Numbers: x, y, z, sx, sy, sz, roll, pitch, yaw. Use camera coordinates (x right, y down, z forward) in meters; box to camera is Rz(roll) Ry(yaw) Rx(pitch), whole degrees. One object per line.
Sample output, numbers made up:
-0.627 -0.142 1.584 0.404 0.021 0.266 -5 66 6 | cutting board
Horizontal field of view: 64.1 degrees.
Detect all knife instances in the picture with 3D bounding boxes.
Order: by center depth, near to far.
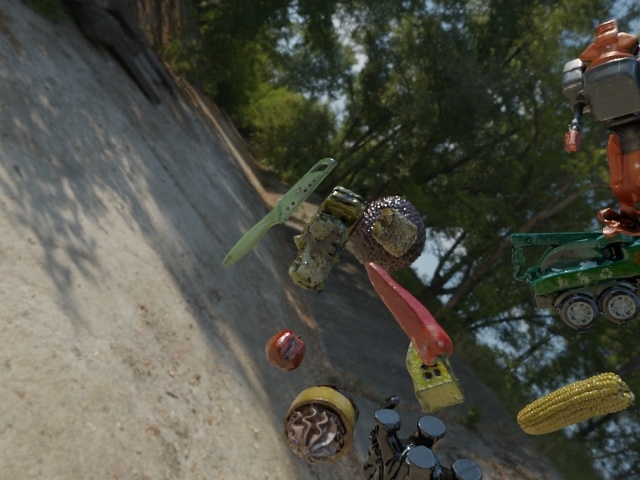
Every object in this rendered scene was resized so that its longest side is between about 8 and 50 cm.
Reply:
-0.079 -0.044 0.922 0.020 0.293 0.043 25 26 -54 | knife

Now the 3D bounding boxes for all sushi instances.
0.001 -0.002 1.292 0.139 0.290 0.131 28 28 0 | sushi

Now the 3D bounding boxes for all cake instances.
0.001 0.499 1.347 0.178 0.208 0.185 -70 147 -79 | cake

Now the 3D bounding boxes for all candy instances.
0.179 -0.019 1.243 0.110 0.095 0.085 31 11 -19 | candy

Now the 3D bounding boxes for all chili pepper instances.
0.167 0.144 0.913 0.272 0.063 0.071 55 -16 27 | chili pepper

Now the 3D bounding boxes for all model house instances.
0.419 0.484 1.903 0.193 0.175 0.234 60 17 -46 | model house

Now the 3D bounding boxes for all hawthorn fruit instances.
-0.074 0.236 1.112 0.093 0.093 0.093 54 2 -2 | hawthorn fruit

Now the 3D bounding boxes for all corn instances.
0.645 0.426 1.319 0.101 0.292 0.101 35 35 -29 | corn

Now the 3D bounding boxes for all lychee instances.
0.215 -0.014 1.657 0.260 0.261 0.260 54 2 -2 | lychee

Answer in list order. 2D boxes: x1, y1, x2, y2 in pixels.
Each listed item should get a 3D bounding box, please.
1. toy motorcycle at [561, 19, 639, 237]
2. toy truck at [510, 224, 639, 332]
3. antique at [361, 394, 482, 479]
0.439 -0.129 0.707 0.148 0.221 0.325 -12 -48 42 | toy motorcycle
0.531 0.043 0.898 0.176 0.364 0.177 -17 96 -74 | toy truck
0.227 0.583 1.292 0.322 0.185 0.254 44 -46 48 | antique
